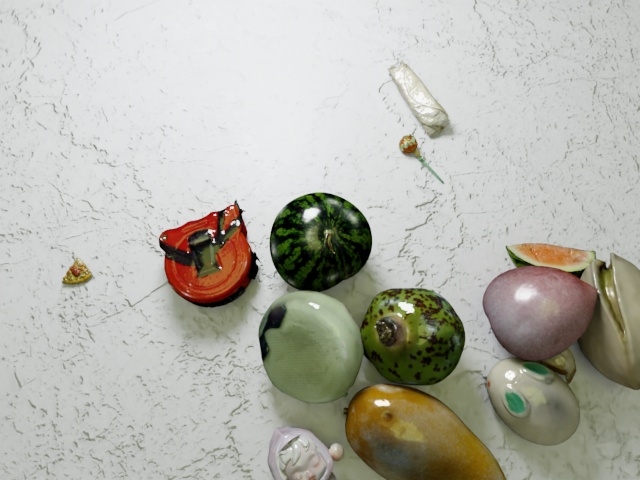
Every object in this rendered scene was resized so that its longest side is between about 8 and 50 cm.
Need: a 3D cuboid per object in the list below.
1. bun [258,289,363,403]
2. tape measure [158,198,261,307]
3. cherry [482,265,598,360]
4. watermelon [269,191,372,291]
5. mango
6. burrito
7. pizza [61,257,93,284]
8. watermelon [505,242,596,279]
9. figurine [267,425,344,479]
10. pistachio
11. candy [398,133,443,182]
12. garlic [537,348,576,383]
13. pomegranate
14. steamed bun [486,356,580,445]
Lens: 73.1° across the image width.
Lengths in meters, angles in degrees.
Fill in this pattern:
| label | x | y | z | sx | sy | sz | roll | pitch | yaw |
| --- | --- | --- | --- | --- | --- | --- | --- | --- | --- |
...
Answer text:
| label | x | y | z | sx | sy | sz | roll | pitch | yaw |
| --- | --- | --- | --- | --- | --- | --- | --- | --- | --- |
| bun | -0.010 | 0.247 | 1.062 | 0.283 | 0.179 | 0.284 | 8 | 106 | 29 |
| tape measure | -0.291 | 0.047 | 1.165 | 0.253 | 0.114 | 0.261 | -21 | 74 | -6 |
| cherry | 0.527 | 0.162 | 1.057 | 0.205 | 0.239 | 0.240 | 23 | 73 | -16 |
| watermelon | -0.001 | 0.001 | 1.108 | 0.268 | 0.269 | 0.269 | 0 | 73 | 0 |
| mango | 0.231 | 0.463 | 0.983 | 0.383 | 0.199 | 0.222 | 23 | 108 | 14 |
| burrito | 0.301 | -0.451 | 1.345 | 0.082 | 0.059 | 0.275 | -30 | 75 | 6 |
| pizza | -0.682 | 0.083 | 1.201 | 0.083 | 0.025 | 0.078 | -16 | 76 | -4 |
| watermelon | 0.640 | 0.059 | 1.193 | 0.244 | 0.063 | 0.119 | 2 | 55 | 6 |
| figurine | -0.022 | 0.559 | 1.002 | 0.200 | 0.133 | 0.276 | -31 | 80 | -21 |
| pistachio | 0.741 | 0.196 | 1.070 | 0.207 | 0.226 | 0.332 | -13 | 80 | 38 |
| candy | 0.306 | -0.242 | 1.296 | 0.055 | 0.049 | 0.185 | -43 | 82 | 19 |
| garlic | 0.604 | 0.303 | 1.096 | 0.074 | 0.113 | 0.094 | -55 | 45 | 6 |
| pomegranate | 0.209 | 0.225 | 1.040 | 0.254 | 0.270 | 0.255 | -13 | 68 | 35 |
| steamed bun | 0.521 | 0.388 | 1.051 | 0.228 | 0.131 | 0.177 | 44 | 79 | 10 |
